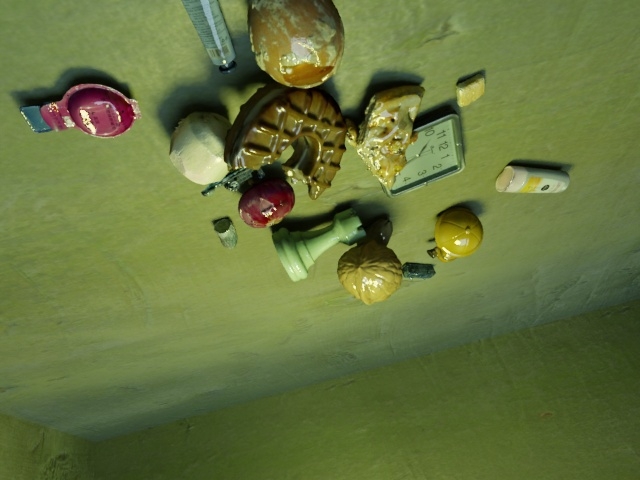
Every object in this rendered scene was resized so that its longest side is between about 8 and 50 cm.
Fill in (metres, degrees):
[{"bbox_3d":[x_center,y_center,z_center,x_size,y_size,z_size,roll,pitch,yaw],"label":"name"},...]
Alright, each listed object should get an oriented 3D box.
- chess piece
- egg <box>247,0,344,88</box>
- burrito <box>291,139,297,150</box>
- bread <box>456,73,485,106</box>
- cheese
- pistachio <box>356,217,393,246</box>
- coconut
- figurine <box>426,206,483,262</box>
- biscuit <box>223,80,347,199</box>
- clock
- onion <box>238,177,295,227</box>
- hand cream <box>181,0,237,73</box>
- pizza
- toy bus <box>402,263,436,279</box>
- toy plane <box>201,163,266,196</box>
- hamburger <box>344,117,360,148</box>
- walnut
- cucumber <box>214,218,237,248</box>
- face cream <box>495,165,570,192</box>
[{"bbox_3d":[0.000,0.000,1.569,0.299,0.195,0.195,-25,146,-1],"label":"chess piece"},{"bbox_3d":[-0.050,-0.417,0.913,0.194,0.195,0.233,-21,148,9],"label":"egg"},{"bbox_3d":[-0.065,-0.283,1.235,0.055,0.041,0.149,-11,153,22],"label":"burrito"},{"bbox_3d":[0.411,-0.413,1.244,0.083,0.035,0.070,-28,145,8],"label":"bread"},{"bbox_3d":[-0.534,-0.286,1.026,0.244,0.062,0.155,-9,145,-7],"label":"cheese"},{"bbox_3d":[0.206,-0.008,1.693,0.126,0.108,0.185,-29,160,-47],"label":"pistachio"},{"bbox_3d":[-0.295,-0.224,1.129,0.183,0.171,0.171,-36,141,27],"label":"coconut"},{"bbox_3d":[0.528,-0.006,1.771,0.192,0.167,0.257,-23,151,-13],"label":"figurine"},{"bbox_3d":[-0.059,-0.253,1.124,0.366,0.115,0.268,7,115,-55],"label":"biscuit"},{"bbox_3d":[0.299,-0.261,1.405,0.278,0.049,0.273,-21,145,9],"label":"clock"},{"bbox_3d":[-0.160,-0.115,1.344,0.177,0.154,0.177,-6,-176,0],"label":"onion"},{"bbox_3d":[-0.228,-0.454,0.912,0.088,0.055,0.256,-11,145,7],"label":"hand cream"},{"bbox_3d":[0.187,-0.271,1.237,0.189,0.071,0.297,-10,128,-29],"label":"pizza"},{"bbox_3d":[0.438,0.138,2.032,0.165,0.065,0.047,5,142,-30],"label":"toy bus"},{"bbox_3d":[-0.218,-0.187,1.269,0.246,0.078,0.169,-21,-170,-16],"label":"toy plane"},{"bbox_3d":[0.088,-0.295,1.249,0.044,0.076,0.083,-33,156,23],"label":"hamburger"},{"bbox_3d":[0.171,0.108,1.567,0.225,0.225,0.261,-24,161,14],"label":"walnut"},{"bbox_3d":[-0.310,-0.021,1.511,0.064,0.064,0.112,-14,149,-2],"label":"cucumber"},{"bbox_3d":[0.765,-0.216,1.639,0.269,0.073,0.107,1,136,-21],"label":"face cream"}]
